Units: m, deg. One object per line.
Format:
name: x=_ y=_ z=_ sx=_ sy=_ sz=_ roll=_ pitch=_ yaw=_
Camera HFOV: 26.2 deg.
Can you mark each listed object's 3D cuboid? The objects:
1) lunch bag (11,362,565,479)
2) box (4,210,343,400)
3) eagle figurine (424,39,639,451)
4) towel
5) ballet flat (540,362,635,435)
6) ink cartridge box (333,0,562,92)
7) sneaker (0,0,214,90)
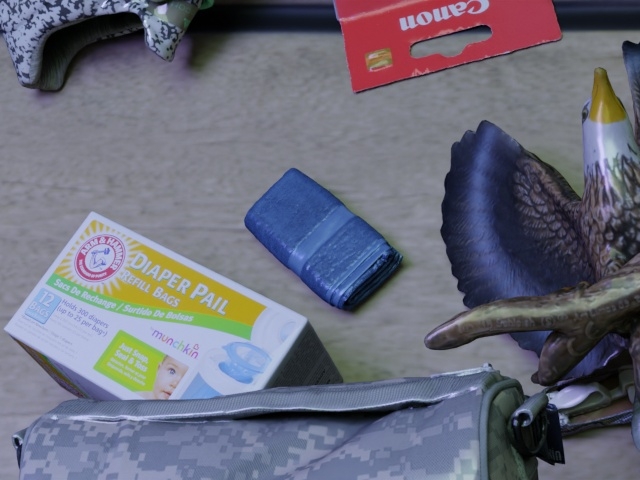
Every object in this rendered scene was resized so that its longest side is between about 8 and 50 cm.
lunch bag: x=-0.015 y=0.205 z=0.769 sx=0.305 sy=0.212 sz=0.256 roll=-5 pitch=100 yaw=15
box: x=-0.105 y=0.081 z=0.984 sx=0.203 sy=0.103 sz=0.114 roll=24 pitch=70 yaw=27
eagle figurine: x=0.197 y=-0.011 z=0.893 sx=0.226 sy=0.298 sz=0.225 roll=19 pitch=105 yaw=0
towel: x=0.000 y=0.000 z=1.045 sx=0.067 sy=0.029 sz=0.119 roll=-42 pitch=59 yaw=-10
ballet flat: x=0.195 y=0.103 z=0.920 sx=0.114 sy=0.041 sz=0.041 roll=-17 pitch=57 yaw=6
ink cartridge box: x=0.089 y=-0.246 z=1.149 sx=0.181 sy=0.056 sz=0.225 roll=-14 pitch=56 yaw=9
sneaker: x=-0.116 y=-0.242 z=1.158 sx=0.410 sy=0.158 sz=0.182 roll=-20 pitch=78 yaw=24
